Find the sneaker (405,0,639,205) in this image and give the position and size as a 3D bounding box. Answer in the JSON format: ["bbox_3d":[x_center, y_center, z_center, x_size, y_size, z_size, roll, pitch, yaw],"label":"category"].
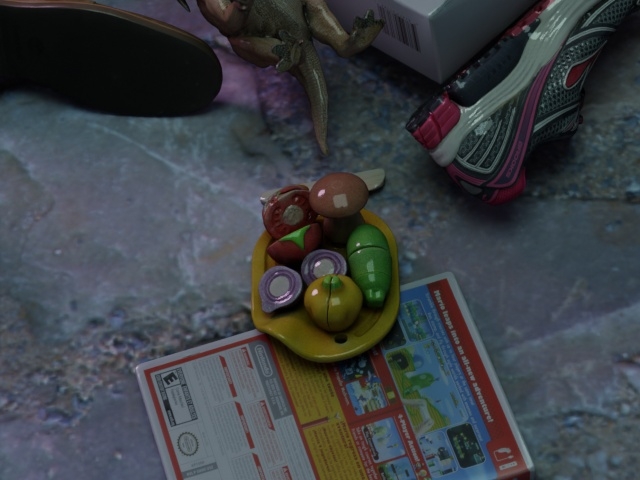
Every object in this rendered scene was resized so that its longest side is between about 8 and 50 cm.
[{"bbox_3d":[0.205,-0.148,1.753,0.299,0.121,0.112,-42,94,-25],"label":"sneaker"}]

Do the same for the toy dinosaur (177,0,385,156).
[{"bbox_3d":[-0.069,-0.217,1.758,0.127,0.295,0.200,-44,21,-24],"label":"toy dinosaur"}]

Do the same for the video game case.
[{"bbox_3d":[0.009,0.150,1.609,0.285,0.025,0.204,-17,57,-6],"label":"video game case"}]

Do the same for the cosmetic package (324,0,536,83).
[{"bbox_3d":[0.066,-0.335,1.854,0.377,0.097,0.284,34,65,33],"label":"cosmetic package"}]

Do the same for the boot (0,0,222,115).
[{"bbox_3d":[-0.231,-0.199,1.818,0.305,0.112,0.115,12,37,7],"label":"boot"}]

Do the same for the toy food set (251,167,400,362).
[{"bbox_3d":[0.000,0.000,1.661,0.128,0.071,0.218,-6,47,3],"label":"toy food set"}]
